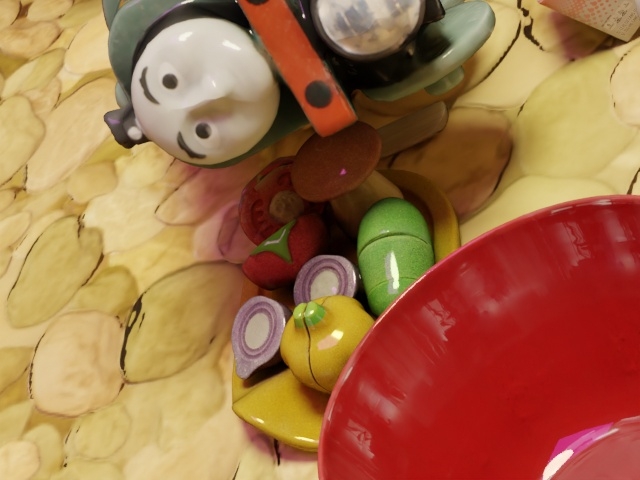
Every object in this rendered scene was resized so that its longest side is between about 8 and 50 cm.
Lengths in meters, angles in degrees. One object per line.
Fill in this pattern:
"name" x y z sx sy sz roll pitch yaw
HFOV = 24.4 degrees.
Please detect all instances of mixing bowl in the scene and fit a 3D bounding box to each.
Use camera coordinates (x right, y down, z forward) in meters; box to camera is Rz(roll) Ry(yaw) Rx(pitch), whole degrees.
"mixing bowl" 0.099 0.080 0.576 0.181 0.098 0.181 -26 33 18

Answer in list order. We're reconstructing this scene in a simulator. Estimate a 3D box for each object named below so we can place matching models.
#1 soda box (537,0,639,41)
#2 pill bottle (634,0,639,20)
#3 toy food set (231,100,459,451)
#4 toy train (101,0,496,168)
"soda box" 0.178 -0.193 0.750 0.183 0.063 0.058 -55 29 34
"pill bottle" 0.241 -0.098 0.636 0.117 0.117 0.208 -46 41 -10
"toy food set" 0.000 0.000 0.754 0.128 0.071 0.218 -18 43 21
"toy train" -0.027 -0.132 0.806 0.190 0.142 0.334 -31 20 6
